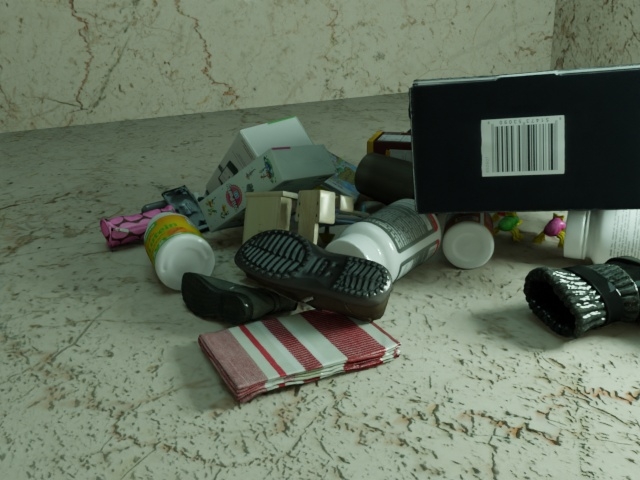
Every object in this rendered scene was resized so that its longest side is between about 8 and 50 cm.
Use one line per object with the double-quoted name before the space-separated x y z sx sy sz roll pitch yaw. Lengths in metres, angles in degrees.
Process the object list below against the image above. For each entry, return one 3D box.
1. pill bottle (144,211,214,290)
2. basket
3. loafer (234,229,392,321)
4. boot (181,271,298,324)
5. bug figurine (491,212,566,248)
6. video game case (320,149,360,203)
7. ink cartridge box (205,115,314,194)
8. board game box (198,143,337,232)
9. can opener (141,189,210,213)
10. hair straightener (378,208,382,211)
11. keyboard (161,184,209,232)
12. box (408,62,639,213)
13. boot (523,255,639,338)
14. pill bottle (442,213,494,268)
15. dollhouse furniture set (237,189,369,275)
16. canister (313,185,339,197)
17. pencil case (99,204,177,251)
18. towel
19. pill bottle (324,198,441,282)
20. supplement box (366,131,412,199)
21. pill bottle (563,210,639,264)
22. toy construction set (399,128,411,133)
"pill bottle" -0.349 0.014 1.676 0.136 0.136 0.246 -11 23 -20
"basket" 0.224 -0.162 1.991 0.227 0.154 0.204 24 13 35
"loafer" -0.022 0.088 1.415 0.366 0.130 0.134 20 52 32
"boot" -0.176 0.122 1.501 0.247 0.083 0.161 17 15 42
"bug figurine" 0.573 -0.055 1.846 0.279 0.072 0.216 10 25 28
"video game case" 0.046 -0.203 2.117 0.193 0.023 0.212 30 29 1
"ink cartridge box" -0.180 -0.214 2.032 0.211 0.121 0.289 -24 -14 -39
"board game box" -0.140 -0.137 1.836 0.303 0.097 0.224 -32 -12 37
"can opener" -0.398 -0.095 2.071 0.280 0.074 0.093 -18 -8 -38
"hair straightener" 0.209 -0.038 1.899 0.089 0.047 0.230 12 14 -9
"keyboard" -0.368 -0.090 1.992 0.108 0.023 0.180 -23 58 -30
"box" 0.484 -0.233 1.615 0.480 0.297 0.472 -1 11 18
"boot" 0.587 0.121 1.316 0.260 0.131 0.348 -6 10 -27
"pill bottle" 0.367 -0.023 1.722 0.121 0.121 0.216 3 22 12
"dollhouse furniture set" 0.000 0.000 1.663 0.303 0.198 0.286 7 -3 -45
"canister" 0.031 -0.171 2.160 0.126 0.073 0.170 23 27 4
"pencil case" -0.483 -0.040 1.889 0.209 0.095 0.098 -17 -9 -28
"towel" -0.043 0.200 1.320 0.329 0.037 0.237 -10 21 -23
"pill bottle" 0.139 0.017 1.587 0.161 0.161 0.283 14 27 36
"supplement box" 0.250 -0.226 2.143 0.194 0.191 0.129 6 23 17
"pill bottle" 0.714 -0.010 1.599 0.283 0.160 0.160 7 24 22
"toy construction set" 0.377 -0.279 2.290 0.309 0.237 0.257 -20 9 30
